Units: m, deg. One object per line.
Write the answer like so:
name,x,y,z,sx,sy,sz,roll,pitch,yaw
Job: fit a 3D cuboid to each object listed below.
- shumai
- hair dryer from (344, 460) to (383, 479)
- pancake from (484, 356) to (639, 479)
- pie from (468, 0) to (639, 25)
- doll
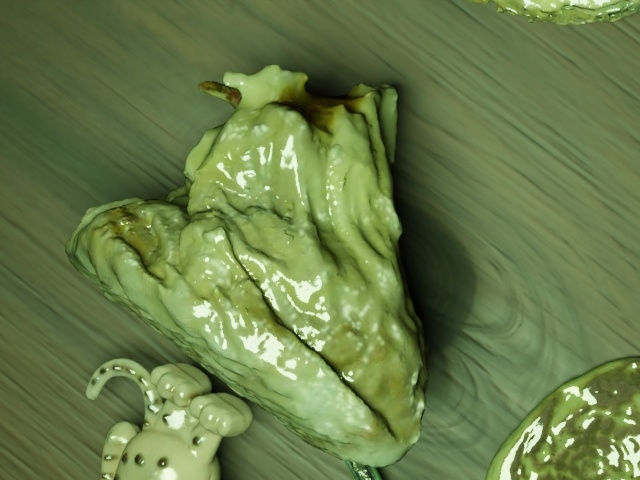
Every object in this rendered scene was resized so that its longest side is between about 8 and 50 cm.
shumai,0.000,0.000,1.166,0.314,0.267,0.262,34,83,34
hair dryer,0.033,0.188,1.264,0.047,0.071,0.150,-33,70,6
pancake,0.250,0.217,1.235,0.250,0.031,0.250,1,94,9
pie,0.191,-0.297,1.202,0.274,0.055,0.274,1,93,10
doll,-0.150,0.230,1.256,0.154,0.119,0.278,24,101,27
